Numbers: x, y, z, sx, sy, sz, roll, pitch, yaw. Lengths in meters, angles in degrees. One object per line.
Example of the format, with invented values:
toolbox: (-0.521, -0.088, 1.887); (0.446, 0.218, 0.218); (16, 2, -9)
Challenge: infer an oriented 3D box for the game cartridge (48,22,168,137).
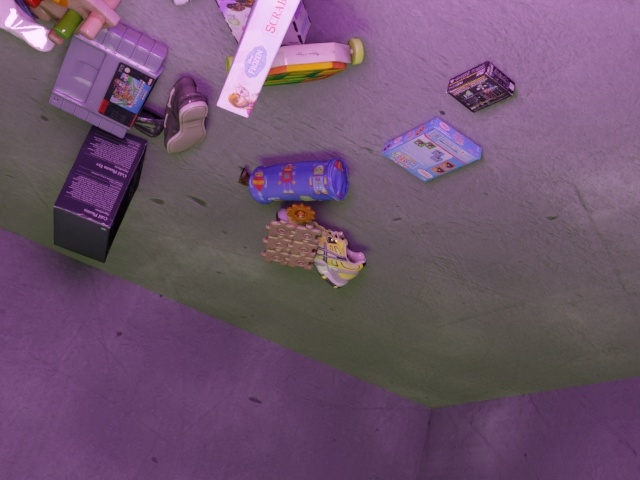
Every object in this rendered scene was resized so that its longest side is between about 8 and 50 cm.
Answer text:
game cartridge: (-0.554, -0.420, 2.064); (0.230, 0.068, 0.355); (29, 141, -14)

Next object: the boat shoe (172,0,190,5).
boat shoe: (-0.289, -0.601, 1.582); (0.094, 0.109, 0.302); (-27, 156, -10)

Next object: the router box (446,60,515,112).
router box: (0.357, -0.342, 1.781); (0.092, 0.038, 0.122); (30, 152, -29)

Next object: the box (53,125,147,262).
box: (-0.697, -0.144, 2.509); (0.178, 0.313, 0.343); (21, 155, -10)

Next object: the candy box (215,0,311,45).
candy box: (-0.128, -0.505, 1.694); (0.164, 0.070, 0.196); (5, 153, 20)

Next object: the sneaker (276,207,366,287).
sneaker: (0.000, 0.000, 2.647); (0.147, 0.145, 0.384); (-35, 128, 19)

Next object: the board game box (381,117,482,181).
board game box: (0.285, -0.230, 2.059); (0.160, 0.039, 0.211); (29, 152, -26)

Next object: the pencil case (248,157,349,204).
pencil case: (-0.060, -0.166, 2.305); (0.306, 0.120, 0.133); (-2, 158, 33)

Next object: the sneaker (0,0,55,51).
sneaker: (-0.739, -0.533, 1.922); (0.212, 0.080, 0.094); (41, 178, -25)

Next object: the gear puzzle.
gear puzzle: (-0.085, -0.021, 2.453); (0.175, 0.044, 0.339); (11, 147, -3)

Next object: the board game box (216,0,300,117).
board game box: (-0.078, -0.436, 1.419); (0.065, 0.318, 0.319); (21, 138, -11)

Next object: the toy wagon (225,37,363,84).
toy wagon: (-0.070, -0.386, 1.759); (0.267, 0.068, 0.344); (-8, -175, -17)

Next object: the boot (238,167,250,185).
boot: (-0.193, -0.180, 2.455); (0.114, 0.037, 0.106); (22, 168, -5)

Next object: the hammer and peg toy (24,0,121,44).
hammer and peg toy: (-0.613, -0.549, 1.735); (0.361, 0.127, 0.266); (12, 157, 50)

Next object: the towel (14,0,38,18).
towel: (-0.890, -0.638, 1.921); (0.370, 0.040, 0.271); (8, 153, 18)

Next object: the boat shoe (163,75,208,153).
boat shoe: (-0.373, -0.340, 2.194); (0.112, 0.096, 0.335); (-15, 169, -21)

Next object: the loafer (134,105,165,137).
loafer: (-0.537, -0.372, 2.234); (0.223, 0.076, 0.078); (28, 133, -14)
